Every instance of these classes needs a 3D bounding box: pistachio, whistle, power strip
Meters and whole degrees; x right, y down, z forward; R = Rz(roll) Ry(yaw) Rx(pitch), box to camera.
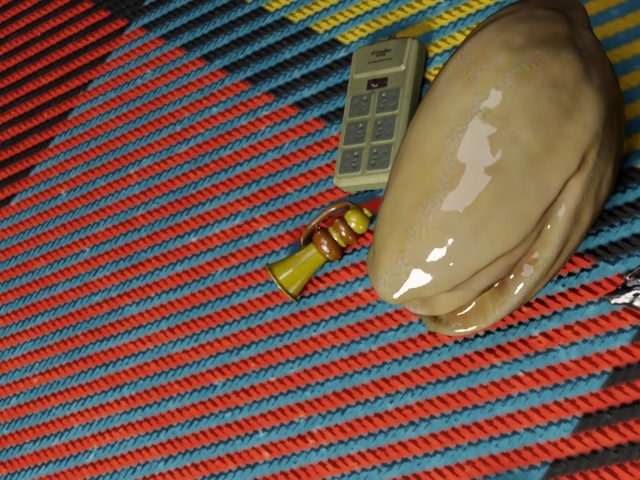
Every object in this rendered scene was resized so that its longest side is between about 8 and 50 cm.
[{"bbox_3d":[0.142,-0.065,0.870,0.181,0.162,0.293,15,80,57],"label":"pistachio"},{"bbox_3d":[0.002,0.005,1.021,0.109,0.057,0.046,-41,95,0],"label":"whistle"},{"bbox_3d":[0.057,-0.127,1.046,0.076,0.028,0.169,-6,65,34],"label":"power strip"}]

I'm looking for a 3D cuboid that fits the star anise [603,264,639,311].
[{"bbox_3d":[0.290,0.015,0.794,0.157,0.053,0.212,-4,68,33],"label":"star anise"}]
